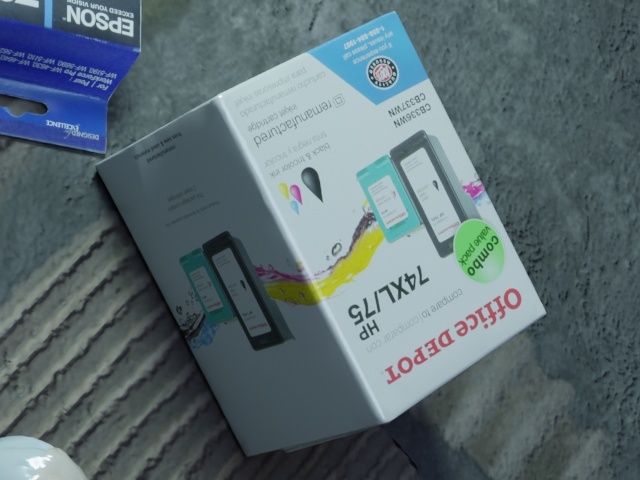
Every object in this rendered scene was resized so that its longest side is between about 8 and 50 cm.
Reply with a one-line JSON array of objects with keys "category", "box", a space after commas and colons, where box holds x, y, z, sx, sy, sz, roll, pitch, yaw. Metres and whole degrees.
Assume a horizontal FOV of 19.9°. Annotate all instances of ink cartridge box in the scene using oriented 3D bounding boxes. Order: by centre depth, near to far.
[{"category": "ink cartridge box", "box": [0.000, 0.000, 1.431, 0.198, 0.197, 0.270, -30, 95, -36]}, {"category": "ink cartridge box", "box": [-0.223, -0.244, 1.434, 0.165, 0.065, 0.333, 8, 73, -33]}]

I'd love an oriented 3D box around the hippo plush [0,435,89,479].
[{"category": "hippo plush", "box": [-0.260, 0.248, 1.155, 0.294, 0.234, 0.237, 42, 56, -19]}]
